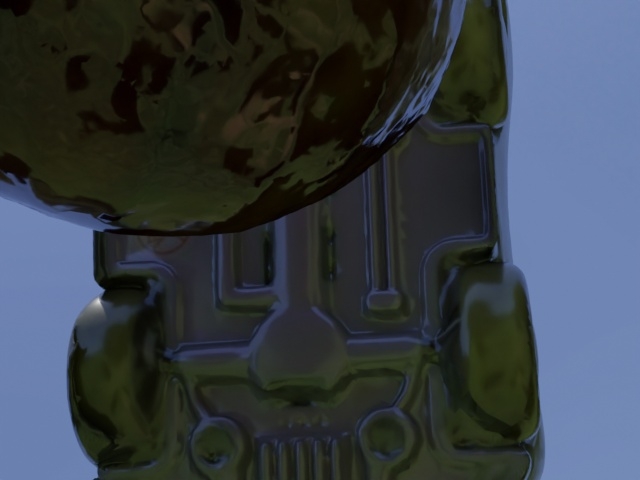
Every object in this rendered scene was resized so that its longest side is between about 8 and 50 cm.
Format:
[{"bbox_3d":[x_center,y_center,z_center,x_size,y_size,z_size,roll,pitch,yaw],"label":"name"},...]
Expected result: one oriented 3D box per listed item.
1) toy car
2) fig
[{"bbox_3d":[0.000,0.000,0.661,0.242,0.336,0.226,-6,-17,8],"label":"toy car"},{"bbox_3d":[-0.061,-0.109,0.414,0.235,0.235,0.214,-10,-46,-17],"label":"fig"}]
